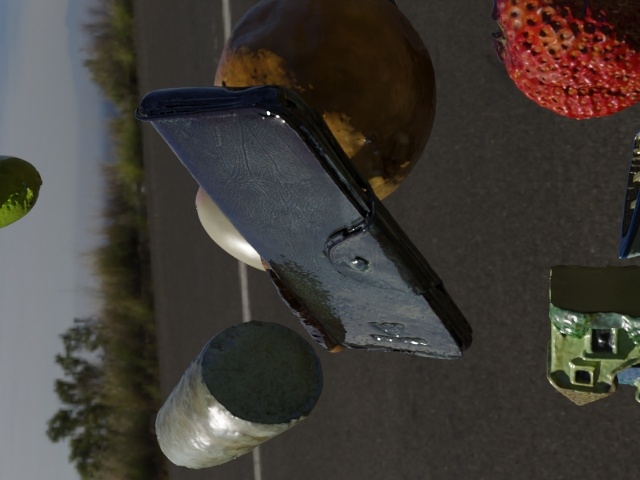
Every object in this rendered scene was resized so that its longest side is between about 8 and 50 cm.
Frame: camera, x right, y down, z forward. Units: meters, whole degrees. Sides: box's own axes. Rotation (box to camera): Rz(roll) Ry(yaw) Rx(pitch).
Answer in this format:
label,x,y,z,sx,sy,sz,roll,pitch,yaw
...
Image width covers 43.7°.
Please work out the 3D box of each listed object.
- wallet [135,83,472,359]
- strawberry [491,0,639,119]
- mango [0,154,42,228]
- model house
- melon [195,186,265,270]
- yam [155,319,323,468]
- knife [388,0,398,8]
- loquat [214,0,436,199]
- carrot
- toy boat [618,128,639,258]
label,x,y,z,sx,sy,sz,roll,pitch,yaw
wallet,0.000,0.000,0.644,0.172,0.318,0.045,6,55,42
strawberry,0.410,-0.329,1.229,0.288,0.250,0.238,34,84,37
mango,-0.473,-0.062,1.095,0.100,0.178,0.119,62,159,10
model house,0.438,0.152,1.161,0.195,0.214,0.189,-59,-32,-65
melon,-0.083,-0.051,1.534,0.223,0.317,0.223,22,-90,-84
yam,-0.118,0.197,0.948,0.330,0.133,0.133,135,133,-54
knife,0.123,-0.487,1.568,0.031,0.018,0.121,-39,67,42
loquat,0.005,-0.198,1.118,0.328,0.328,0.328,179,90,-74
carrot,-0.019,0.066,0.883,0.191,0.047,0.047,51,-166,-42
toy boat,0.528,-0.077,1.313,0.080,0.046,0.229,102,180,-78
